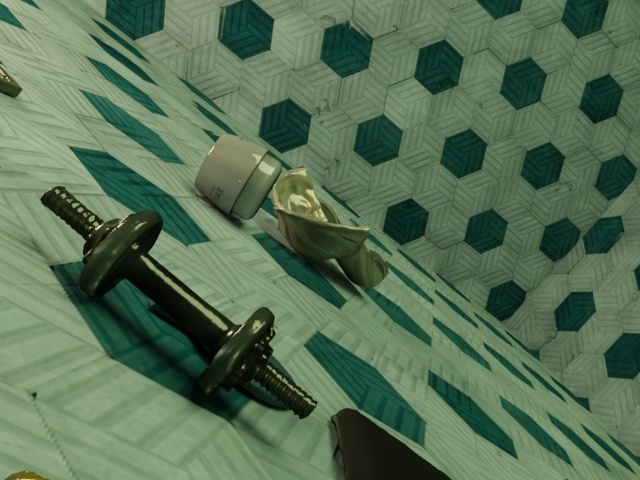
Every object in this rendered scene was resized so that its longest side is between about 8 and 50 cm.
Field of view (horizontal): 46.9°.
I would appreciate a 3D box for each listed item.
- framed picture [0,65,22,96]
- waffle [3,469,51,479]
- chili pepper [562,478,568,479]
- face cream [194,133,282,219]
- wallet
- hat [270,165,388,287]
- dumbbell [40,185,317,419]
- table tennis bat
[{"bbox_3d":[-0.463,-0.259,0.816,0.250,0.016,0.184,42,9,21],"label":"framed picture"},{"bbox_3d":[-0.153,0.079,0.151,0.253,0.056,0.249,49,11,6],"label":"waffle"},{"bbox_3d":[0.374,0.386,0.960,0.227,0.059,0.088,39,-6,-30],"label":"chili pepper"},{"bbox_3d":[-0.123,-0.096,1.111,0.104,0.117,0.117,32,9,-3],"label":"face cream"},{"bbox_3d":[0.075,0.226,0.562,0.146,0.030,0.285,35,10,-9],"label":"wallet"},{"bbox_3d":[0.000,0.000,1.308,0.219,0.164,0.226,48,-28,45],"label":"hat"},{"bbox_3d":[-0.105,0.045,0.550,0.254,0.081,0.081,40,8,1],"label":"dumbbell"},{"bbox_3d":[-0.079,0.092,0.635,0.155,0.019,0.100,39,8,-19],"label":"table tennis bat"}]
